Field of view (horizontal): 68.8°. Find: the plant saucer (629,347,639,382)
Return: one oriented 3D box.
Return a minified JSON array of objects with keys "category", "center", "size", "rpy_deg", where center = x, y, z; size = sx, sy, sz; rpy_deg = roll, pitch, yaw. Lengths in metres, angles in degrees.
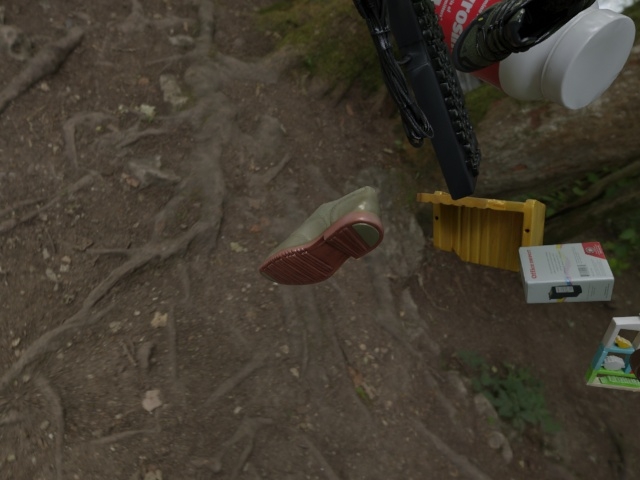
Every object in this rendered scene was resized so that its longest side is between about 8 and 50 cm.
[{"category":"plant saucer","center":[0.712,0.277,0.934],"size":[0.168,0.168,0.029],"rpy_deg":[49,60,-10]}]

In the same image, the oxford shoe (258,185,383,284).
[{"category":"oxford shoe","center":[0.000,0.000,1.179],"size":[0.140,0.397,0.146],"rpy_deg":[38,43,-32]}]

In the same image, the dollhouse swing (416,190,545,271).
[{"category":"dollhouse swing","center":[0.508,-0.023,1.549],"size":[0.305,0.347,0.315],"rpy_deg":[-22,115,-44]}]

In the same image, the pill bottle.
[{"category":"pill bottle","center":[0.408,-0.439,0.977],"size":[0.229,0.229,0.407],"rpy_deg":[-5,40,-34]}]

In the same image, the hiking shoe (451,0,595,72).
[{"category":"hiking shoe","center":[0.283,-0.320,0.698],"size":[0.114,0.227,0.086],"rpy_deg":[-43,104,-41]}]

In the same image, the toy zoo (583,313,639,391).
[{"category":"toy zoo","center":[0.877,0.306,1.292],"size":[0.193,0.293,0.030],"rpy_deg":[6,34,6]}]

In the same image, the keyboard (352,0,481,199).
[{"category":"keyboard","center":[0.100,-0.187,0.461],"size":[0.317,0.033,0.201],"rpy_deg":[63,38,-21]}]

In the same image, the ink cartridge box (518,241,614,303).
[{"category":"ink cartridge box","center":[0.558,0.074,1.079],"size":[0.127,0.175,0.072],"rpy_deg":[-74,153,-48]}]
